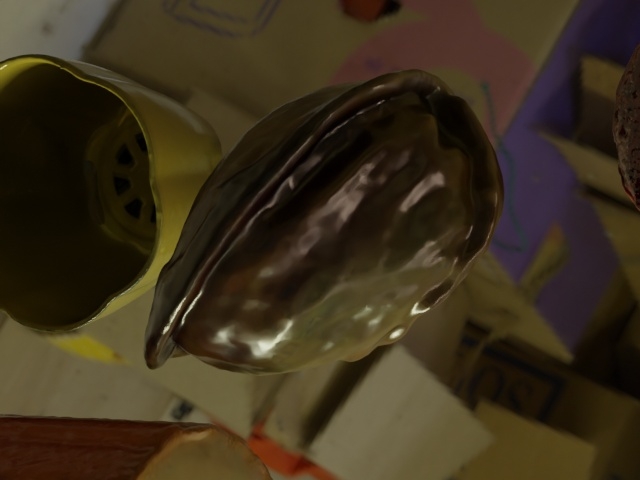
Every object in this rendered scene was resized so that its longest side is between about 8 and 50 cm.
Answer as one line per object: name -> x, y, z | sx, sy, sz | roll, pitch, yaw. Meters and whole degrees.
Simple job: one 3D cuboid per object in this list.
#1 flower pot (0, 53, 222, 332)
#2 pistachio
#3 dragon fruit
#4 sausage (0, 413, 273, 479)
flower pot -> -0.163, -0.039, 1.118 | 0.195, 0.195, 0.179 | 27, -166, 18
pistachio -> 0.000, 0.000, 0.743 | 0.130, 0.210, 0.165 | 46, 160, 31
dragon fruit -> 0.264, -0.080, 1.064 | 0.106, 0.162, 0.083 | 10, 173, -31
sausage -> -0.178, 0.208, 0.822 | 0.287, 0.233, 0.233 | -2, 154, 31
